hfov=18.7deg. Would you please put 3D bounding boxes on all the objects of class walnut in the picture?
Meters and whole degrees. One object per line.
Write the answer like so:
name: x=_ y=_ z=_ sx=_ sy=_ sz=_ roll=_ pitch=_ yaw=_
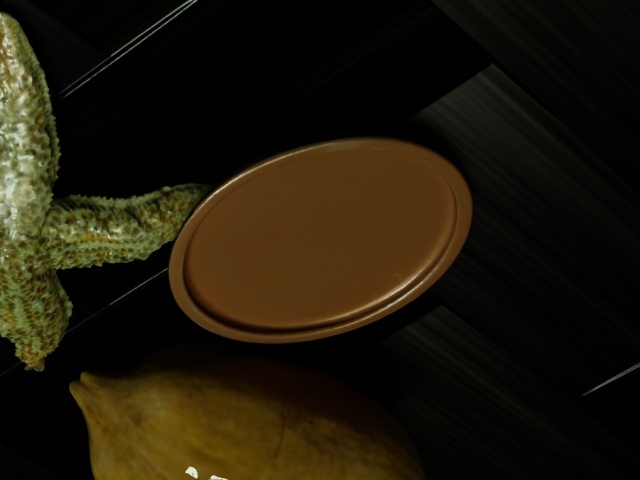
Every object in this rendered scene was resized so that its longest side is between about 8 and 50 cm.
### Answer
walnut: x=-0.065 y=0.191 z=1.654 sx=0.336 sy=0.209 sz=0.209 roll=28 pitch=129 yaw=-17

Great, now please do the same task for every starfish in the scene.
starfish: x=-0.264 y=-0.013 z=1.488 sx=0.358 sy=0.078 sz=0.347 roll=27 pitch=131 yaw=-32

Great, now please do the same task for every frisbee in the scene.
frisbee: x=0.000 y=0.000 z=1.542 sx=0.250 sy=0.021 sz=0.251 roll=-12 pitch=142 yaw=-10
